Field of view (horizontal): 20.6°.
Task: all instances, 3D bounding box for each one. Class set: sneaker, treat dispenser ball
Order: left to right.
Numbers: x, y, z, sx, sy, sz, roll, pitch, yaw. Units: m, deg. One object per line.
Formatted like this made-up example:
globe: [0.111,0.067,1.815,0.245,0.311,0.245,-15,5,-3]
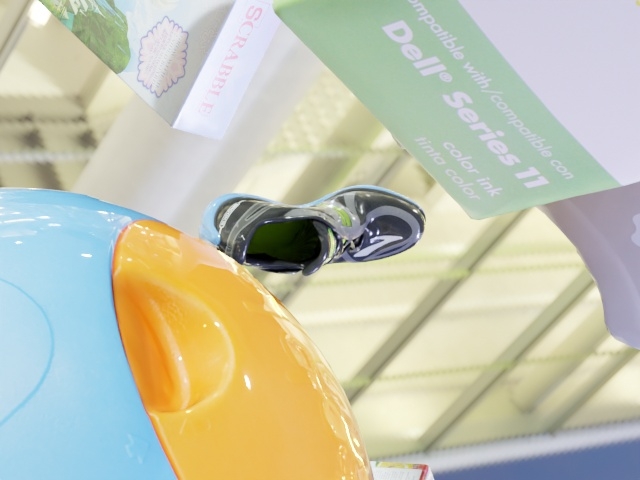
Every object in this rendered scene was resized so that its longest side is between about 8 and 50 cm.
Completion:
treat dispenser ball: [-0.120,0.123,0.696,0.288,0.288,0.288,21,-137,-21]
sneaker: [0.000,0.000,1.361,0.188,0.067,0.078,-2,-152,-29]

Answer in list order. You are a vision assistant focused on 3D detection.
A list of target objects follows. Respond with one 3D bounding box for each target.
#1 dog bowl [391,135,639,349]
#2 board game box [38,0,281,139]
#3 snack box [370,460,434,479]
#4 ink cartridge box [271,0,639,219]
dog bowl: [0.200,-0.115,0.832,0.348,0.102,0.349,2,-122,-4]
board game box: [-0.125,-0.306,1.591,0.066,0.319,0.318,10,-156,-46]
snack box: [0.033,0.191,1.073,0.037,0.100,0.141,-65,-35,-41]
ink cartridge box: [0.175,-0.143,0.517,0.119,0.353,0.207,46,-127,-27]
